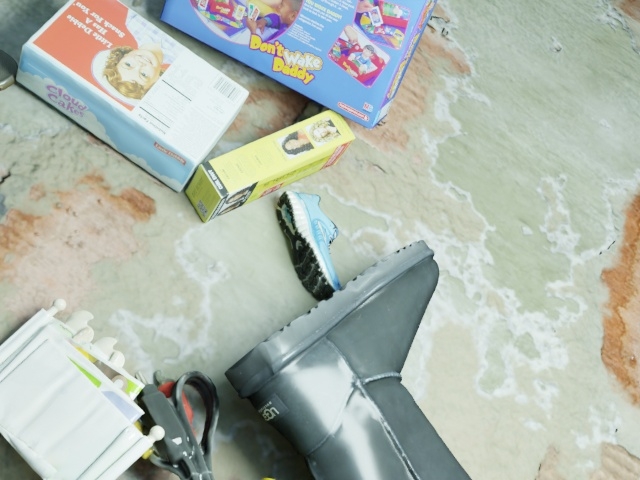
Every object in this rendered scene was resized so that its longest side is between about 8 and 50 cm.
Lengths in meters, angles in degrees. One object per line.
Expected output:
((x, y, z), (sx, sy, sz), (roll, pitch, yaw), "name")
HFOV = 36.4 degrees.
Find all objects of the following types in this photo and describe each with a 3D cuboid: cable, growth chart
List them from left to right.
((-0.285, 0.180, 1.088), (0.172, 0.021, 0.237), (-37, 63, -20), "growth chart")
((-0.152, 0.257, 1.104), (0.139, 0.072, 0.287), (-9, 56, -38), "cable")

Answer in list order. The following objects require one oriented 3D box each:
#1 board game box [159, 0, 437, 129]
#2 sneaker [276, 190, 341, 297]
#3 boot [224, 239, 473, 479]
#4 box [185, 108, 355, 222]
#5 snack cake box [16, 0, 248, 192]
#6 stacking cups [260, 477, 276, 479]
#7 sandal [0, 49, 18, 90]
((-0.027, -0.338, 1.337), (0.347, 0.233, 0.078), (29, 30, 8), "board game box")
((0.000, 0.000, 1.323), (0.073, 0.063, 0.162), (-8, 68, -29), "sneaker")
((0.137, 0.254, 1.196), (0.367, 0.146, 0.445), (-33, 82, -40), "boot")
((-0.067, -0.105, 1.336), (0.232, 0.087, 0.058), (-27, 79, -32), "box")
((-0.249, -0.205, 1.303), (0.264, 0.089, 0.152), (35, 56, -5), "snack cake box")
((-0.130, 0.398, 1.045), (0.096, 0.096, 0.316), (45, 57, 4), "stacking cups")
((-0.495, -0.264, 1.254), (0.219, 0.060, 0.090), (34, 57, -10), "sandal")
